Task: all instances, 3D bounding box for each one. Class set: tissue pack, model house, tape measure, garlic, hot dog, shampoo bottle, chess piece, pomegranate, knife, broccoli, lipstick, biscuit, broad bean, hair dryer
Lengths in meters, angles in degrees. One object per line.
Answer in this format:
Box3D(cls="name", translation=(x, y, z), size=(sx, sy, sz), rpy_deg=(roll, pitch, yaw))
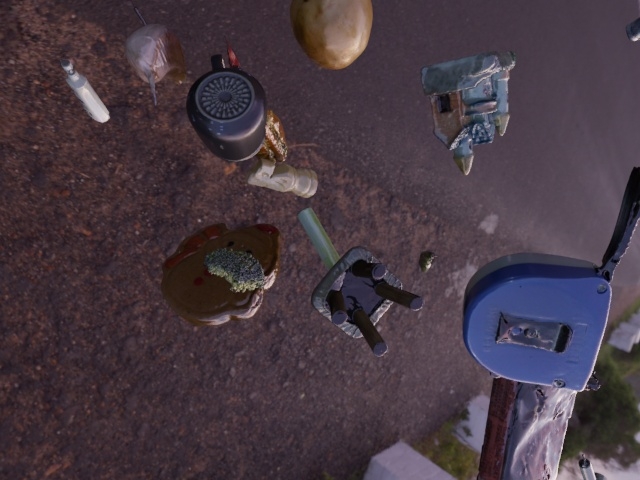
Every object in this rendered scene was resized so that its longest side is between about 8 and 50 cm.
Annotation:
Box3D(cls="tissue pack", translation=(0.483, 0.415, 1.092), size=(0.245, 0.123, 0.333), rpy_deg=(17, 84, -39))
Box3D(cls="model house", translation=(0.437, -0.347, 1.326), size=(0.267, 0.194, 0.325), rpy_deg=(-29, 115, -50))
Box3D(cls="tape measure", translation=(0.328, 0.063, 0.688), size=(0.098, 0.215, 0.352), rpy_deg=(-59, 151, -60))
Box3D(cls="garlic", translation=(-0.322, -0.351, 0.919), size=(0.090, 0.198, 0.129), rpy_deg=(-18, 119, 6))
Box3D(cls="hot dog", translation=(-0.151, -0.284, 1.275), size=(0.115, 0.072, 0.269), rpy_deg=(-47, 159, -1))
Box3D(cls="shampoo bottle", translation=(-0.447, -0.282, 0.885), size=(0.034, 0.049, 0.141), rpy_deg=(-44, 164, -18))
Box3D(cls="chess piece", translation=(-0.111, -0.178, 1.335), size=(0.200, 0.090, 0.090), rpy_deg=(7, 101, -37))
Box3D(cls="pomegranate", translation=(0.037, -0.703, 1.503), size=(0.307, 0.307, 0.307), rpy_deg=(-22, 121, -41))
Box3D(cls="knife", translation=(-0.475, -0.600, 1.174), size=(0.010, 0.023, 0.170), rpy_deg=(-29, 137, -2))
Box3D(cls="broccoli", translation=(-0.156, 0.057, 0.847), size=(0.097, 0.095, 0.092), rpy_deg=(-16, 159, -36))
Box3D(cls="lipstick", translation=(0.000, 0.000, 1.944), size=(0.076, 0.304, 0.076), rpy_deg=(-27, 166, -7))
Box3D(cls="biscuit", translation=(-0.269, 0.072, 1.338), size=(0.381, 0.358, 0.074), rpy_deg=(-45, 147, -28))
Box3D(cls="broad bean", translation=(0.409, 0.074, 1.819), size=(0.043, 0.060, 0.297), rpy_deg=(-29, 163, -2))
Box3D(cls="hair dryer", translation=(0.437, 0.385, 0.761), size=(0.063, 0.037, 0.124), rpy_deg=(-50, 120, -46))

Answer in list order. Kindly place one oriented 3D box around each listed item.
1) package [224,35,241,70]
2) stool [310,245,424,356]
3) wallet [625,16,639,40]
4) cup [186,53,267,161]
Box3D(cls="package", translation=(-0.274, -0.526, 1.575), size=(0.071, 0.270, 0.194), rpy_deg=(-18, 161, -9))
Box3D(cls="stool", translation=(0.169, 0.227, 1.742), size=(0.310, 0.226, 0.310), rpy_deg=(40, 91, -23))
Box3D(cls="wallet", translation=(0.504, -0.306, 0.560), size=(0.222, 0.167, 0.036), rpy_deg=(-19, 87, -24))
Box3D(cls="cup", translation=(-0.202, -0.295, 1.040), size=(0.176, 0.169, 0.223), rpy_deg=(89, -11, -73))
